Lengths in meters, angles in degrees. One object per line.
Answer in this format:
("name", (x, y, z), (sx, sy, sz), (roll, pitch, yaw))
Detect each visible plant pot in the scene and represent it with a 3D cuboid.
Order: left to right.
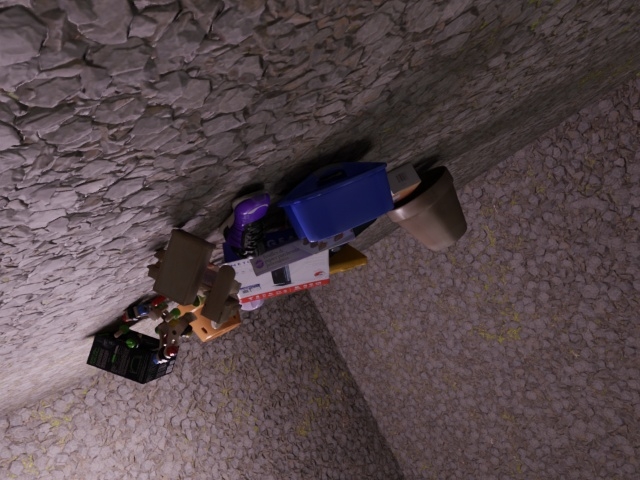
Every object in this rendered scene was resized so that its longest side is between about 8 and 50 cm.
("plant pot", (-0.519, 0.233, 1.987), (0.083, 0.083, 0.079), (-36, -179, 40))
("plant pot", (-0.517, 0.354, 2.225), (0.291, 0.203, 0.291), (-26, 171, -5))
("plant pot", (0.485, -0.120, 2.011), (0.323, 0.280, 0.323), (-37, -168, 9))

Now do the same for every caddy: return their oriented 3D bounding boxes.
("caddy", (0.043, -0.131, 1.333), (0.342, 0.179, 0.241), (-23, -167, -16))

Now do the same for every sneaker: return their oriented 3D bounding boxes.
("sneaker", (-0.187, -0.030, 1.282), (0.102, 0.146, 0.293), (-22, 170, -30))

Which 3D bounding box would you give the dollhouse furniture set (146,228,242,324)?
("dollhouse furniture set", (-0.294, 0.075, 1.335), (0.173, 0.303, 0.355), (-68, 164, 7))

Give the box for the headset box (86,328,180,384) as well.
("headset box", (-0.785, 0.475, 1.936), (0.283, 0.131, 0.246), (15, 177, 11))

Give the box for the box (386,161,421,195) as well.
("box", (0.304, -0.219, 1.841), (0.130, 0.091, 0.170), (-27, 170, -9))

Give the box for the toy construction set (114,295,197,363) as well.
("toy construction set", (-0.592, 0.289, 1.792), (0.308, 0.257, 0.237), (-57, 174, 32))

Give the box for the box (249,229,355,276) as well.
("box", (-0.056, 0.019, 1.410), (0.324, 0.063, 0.067), (-21, -169, -5))

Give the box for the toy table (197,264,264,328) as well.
("toy table", (-0.363, 0.202, 1.801), (0.274, 0.252, 0.161), (-1, -169, 46))

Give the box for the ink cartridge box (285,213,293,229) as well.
("ink cartridge box", (-0.028, -0.059, 1.584), (0.186, 0.065, 0.311), (-23, 154, -18))

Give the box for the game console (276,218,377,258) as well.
("game console", (0.015, -0.033, 1.784), (0.342, 0.060, 0.387), (-36, 154, 21))

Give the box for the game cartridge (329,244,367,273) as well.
("game cartridge", (0.003, 0.081, 2.082), (0.324, 0.052, 0.285), (-12, -157, -23))

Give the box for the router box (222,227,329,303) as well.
("router box", (-0.141, 0.083, 1.581), (0.336, 0.082, 0.301), (-13, 148, -5))
